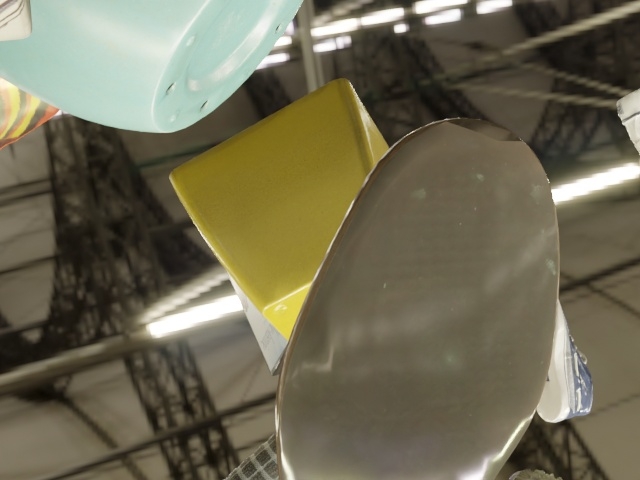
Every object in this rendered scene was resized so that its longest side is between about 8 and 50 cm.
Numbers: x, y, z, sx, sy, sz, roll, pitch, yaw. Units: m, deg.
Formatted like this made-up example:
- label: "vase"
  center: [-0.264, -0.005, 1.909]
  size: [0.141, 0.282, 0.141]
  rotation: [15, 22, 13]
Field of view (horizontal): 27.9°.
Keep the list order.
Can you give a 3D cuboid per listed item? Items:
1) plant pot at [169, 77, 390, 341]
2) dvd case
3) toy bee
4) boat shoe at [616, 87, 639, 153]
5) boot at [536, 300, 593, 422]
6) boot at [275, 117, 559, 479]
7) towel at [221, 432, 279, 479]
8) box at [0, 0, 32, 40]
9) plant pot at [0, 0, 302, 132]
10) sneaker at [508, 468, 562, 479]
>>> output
- label: "plant pot"
  center: [0.000, 0.000, 1.342]
  size: [0.212, 0.212, 0.187]
  rotation: [-29, -127, 7]
- label: "dvd case"
  center: [-0.097, 0.055, 1.812]
  size: [0.022, 0.253, 0.180]
  rotation: [-21, 166, -17]
- label: "toy bee"
  center: [-0.424, -0.103, 1.369]
  size: [0.298, 0.162, 0.195]
  rotation: [-52, -144, 2]
- label: "boat shoe"
  center: [0.460, -0.166, 1.399]
  size: [0.267, 0.088, 0.096]
  rotation: [-23, 174, 13]
- label: "boot"
  center: [0.348, 0.166, 1.878]
  size: [0.086, 0.190, 0.069]
  rotation: [-1, 177, -43]
- label: "boot"
  center: [0.027, 0.084, 0.590]
  size: [0.112, 0.305, 0.115]
  rotation: [8, -162, -9]
- label: "towel"
  center: [-0.060, 0.319, 1.362]
  size: [0.235, 0.284, 0.121]
  rotation: [-42, -114, -3]
- label: "box"
  center: [-0.148, -0.149, 0.392]
  size: [0.094, 0.113, 0.275]
  rotation: [-8, 173, -10]
- label: "plant pot"
  center: [-0.143, -0.219, 0.933]
  size: [0.235, 0.293, 0.293]
  rotation: [39, -147, 9]
- label: "sneaker"
  center: [0.292, 0.403, 1.468]
  size: [0.293, 0.146, 0.102]
  rotation: [48, -154, 16]
